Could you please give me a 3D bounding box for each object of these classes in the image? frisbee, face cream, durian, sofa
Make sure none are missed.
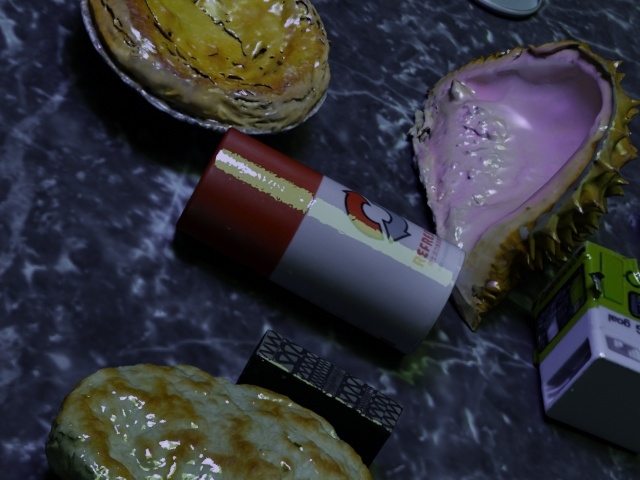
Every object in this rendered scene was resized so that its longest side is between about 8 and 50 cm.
[{"bbox_3d":[0.183,-0.273,1.954,0.110,0.014,0.110,17,41,-16],"label":"frisbee"},{"bbox_3d":[0.000,0.000,1.477,0.214,0.096,0.096,28,39,-4],"label":"face cream"},{"bbox_3d":[0.201,-0.076,1.622,0.185,0.195,0.305,28,36,-16],"label":"durian"},{"bbox_3d":[-0.004,0.122,1.373,0.118,0.060,0.039,30,32,-1],"label":"sofa"}]

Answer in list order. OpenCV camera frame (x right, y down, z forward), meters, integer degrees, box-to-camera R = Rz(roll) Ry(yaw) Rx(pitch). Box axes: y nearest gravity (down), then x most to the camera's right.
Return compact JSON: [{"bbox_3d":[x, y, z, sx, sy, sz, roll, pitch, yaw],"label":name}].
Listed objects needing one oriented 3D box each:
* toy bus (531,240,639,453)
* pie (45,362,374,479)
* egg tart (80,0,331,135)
[{"bbox_3d":[0.328,0.117,1.563,0.302,0.113,0.139,22,43,-14],"label":"toy bus"},{"bbox_3d":[-0.066,0.169,1.261,0.248,0.090,0.201,29,28,-3],"label":"pie"},{"bbox_3d":[-0.103,-0.166,1.589,0.234,0.094,0.234,20,41,-18],"label":"egg tart"}]
